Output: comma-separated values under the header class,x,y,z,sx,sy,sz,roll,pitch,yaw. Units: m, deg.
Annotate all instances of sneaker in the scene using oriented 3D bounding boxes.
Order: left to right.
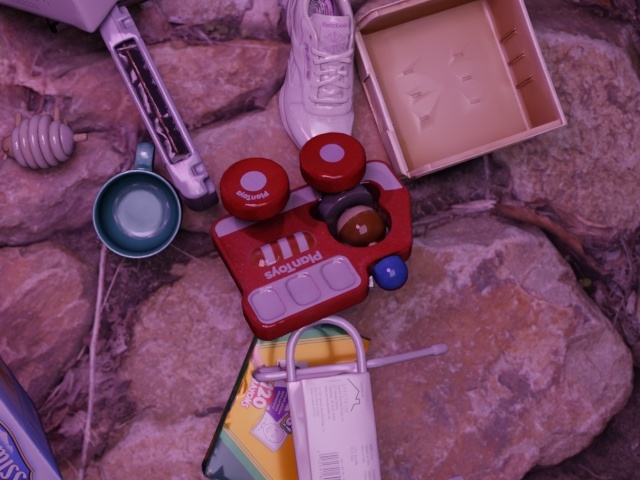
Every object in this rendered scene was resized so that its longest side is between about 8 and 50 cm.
class,x,y,z,sx,sy,sz,roll,pitch,yaw
sneaker,-0.003,-0.269,1.559,0.114,0.152,0.305,-4,88,-12

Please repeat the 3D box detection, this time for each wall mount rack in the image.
class,x,y,z,sx,sy,sz,roll,pitch,yaw
wall mount rack,0.063,0.274,1.465,0.304,0.130,0.350,-6,87,-8

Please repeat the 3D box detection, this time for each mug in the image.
class,x,y,z,sx,sy,sz,roll,pitch,yaw
mug,-0.262,-0.052,1.518,0.129,0.097,0.158,40,90,-7

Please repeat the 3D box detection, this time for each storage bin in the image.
class,x,y,z,sx,sy,sz,roll,pitch,yaw
storage bin,0.209,-0.257,1.608,0.260,0.123,0.262,-19,89,-11

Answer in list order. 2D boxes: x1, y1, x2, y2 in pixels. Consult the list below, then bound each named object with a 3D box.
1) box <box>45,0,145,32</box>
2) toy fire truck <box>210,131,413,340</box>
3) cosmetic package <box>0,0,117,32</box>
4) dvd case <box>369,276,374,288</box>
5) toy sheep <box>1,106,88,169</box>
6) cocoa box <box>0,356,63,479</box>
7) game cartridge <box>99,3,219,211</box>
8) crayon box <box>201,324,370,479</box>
class,x,y,z,sx,sy,sz,roll,pitch,yaw
box,-0.340,-0.445,1.563,0.231,0.056,0.183,-23,88,-10
toy fire truck,0.000,0.000,1.468,0.302,0.169,0.254,-20,54,-16
cosmetic package,-0.314,-0.530,1.431,0.230,0.161,0.453,21,66,22
dvd case,0.024,0.038,1.609,0.119,0.013,0.087,-4,87,-9
toy sheep,-0.412,-0.149,1.515,0.132,0.091,0.091,-10,87,8
cocoa box,-0.534,0.209,1.328,0.228,0.231,0.347,-32,122,-11
game cartridge,-0.235,-0.184,1.488,0.062,0.198,0.297,-26,87,-9
crayon box,-0.053,0.250,1.545,0.165,0.081,0.279,22,82,-8
